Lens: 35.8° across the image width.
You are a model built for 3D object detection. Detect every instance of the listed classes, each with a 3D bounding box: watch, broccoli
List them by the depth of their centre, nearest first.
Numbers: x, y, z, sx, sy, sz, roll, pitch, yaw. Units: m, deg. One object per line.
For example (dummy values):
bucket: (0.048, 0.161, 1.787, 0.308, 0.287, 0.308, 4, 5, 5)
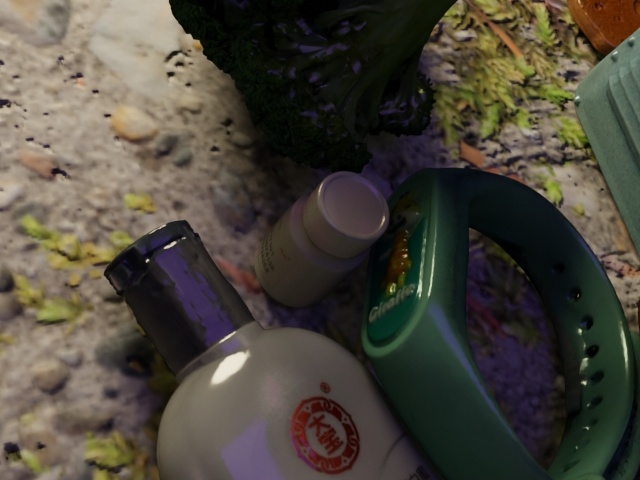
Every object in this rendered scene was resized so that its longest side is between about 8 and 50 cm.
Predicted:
watch: (0.111, 0.060, 0.581, 0.195, 0.068, 0.237, 36, 37, -21)
broccoli: (0.045, -0.181, 0.601, 0.269, 0.269, 0.254, -47, 127, -37)

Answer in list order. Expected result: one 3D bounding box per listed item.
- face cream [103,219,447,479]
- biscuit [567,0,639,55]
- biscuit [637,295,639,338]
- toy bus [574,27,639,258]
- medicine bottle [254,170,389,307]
face cream: (-0.008, 0.119, 0.511, 0.144, 0.071, 0.291, -27, 78, -43)
biscuit: (0.269, -0.196, 0.864, 0.130, 0.019, 0.102, -4, 65, -29)
biscuit: (0.232, 0.121, 0.614, 0.144, 0.033, 0.224, 18, 58, -61)
toy bus: (0.338, -0.017, 0.719, 0.190, 0.152, 0.313, -5, 67, -33)
medicine bottle: (0.000, 0.000, 0.569, 0.052, 0.089, 0.052, 12, 59, -22)
